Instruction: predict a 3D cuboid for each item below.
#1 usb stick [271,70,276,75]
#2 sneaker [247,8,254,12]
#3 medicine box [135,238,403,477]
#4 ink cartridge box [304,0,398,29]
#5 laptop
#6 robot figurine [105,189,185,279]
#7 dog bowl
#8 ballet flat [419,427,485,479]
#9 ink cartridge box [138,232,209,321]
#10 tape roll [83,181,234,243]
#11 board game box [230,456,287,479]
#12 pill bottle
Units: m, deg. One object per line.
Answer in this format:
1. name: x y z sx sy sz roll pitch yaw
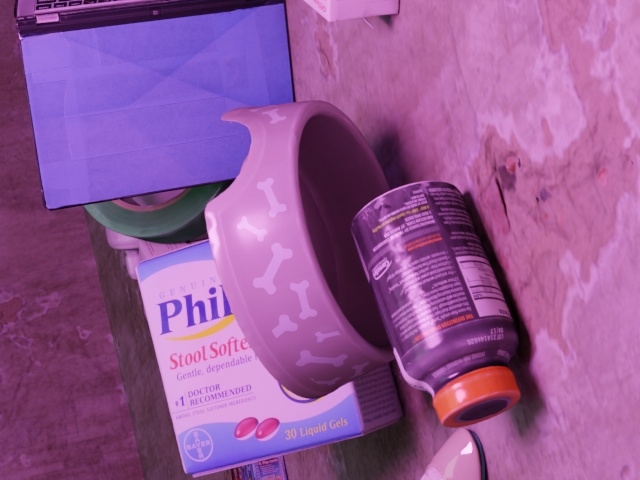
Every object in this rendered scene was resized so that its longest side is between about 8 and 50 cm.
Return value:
1. usb stick: -0.077 -0.148 2.013 0.077 0.045 0.278 -120 26 -60
2. sneaker: -0.159 -0.382 2.027 0.296 0.105 0.147 -165 61 -74
3. medicine box: -0.068 0.132 1.741 0.149 0.263 0.289 -3 -103 -67
4. ink cartridge box: 0.034 -0.319 1.532 0.092 0.090 0.143 -129 34 -54
5. laptop: -0.187 -0.255 1.753 0.408 0.382 0.236 122 133 -63
6. robot figurine: -0.307 -0.109 2.452 0.300 0.200 0.353 -7 95 32
7. dog bowl: 0.000 0.000 1.516 0.349 0.102 0.348 46 -145 -46
8. ballet flat: 0.142 0.334 1.579 0.086 0.086 0.248 -129 34 -54
9. ink cartridge box: -0.188 0.063 2.199 0.086 0.203 0.148 -128 33 -57
10. tape roll: -0.252 -0.158 2.134 0.077 0.321 0.321 18 -128 -62
11. board game box: -0.114 0.380 2.371 0.194 0.060 0.194 -166 68 -69
12. pill bottle: 0.128 0.070 1.406 0.130 0.130 0.245 113 142 -58
